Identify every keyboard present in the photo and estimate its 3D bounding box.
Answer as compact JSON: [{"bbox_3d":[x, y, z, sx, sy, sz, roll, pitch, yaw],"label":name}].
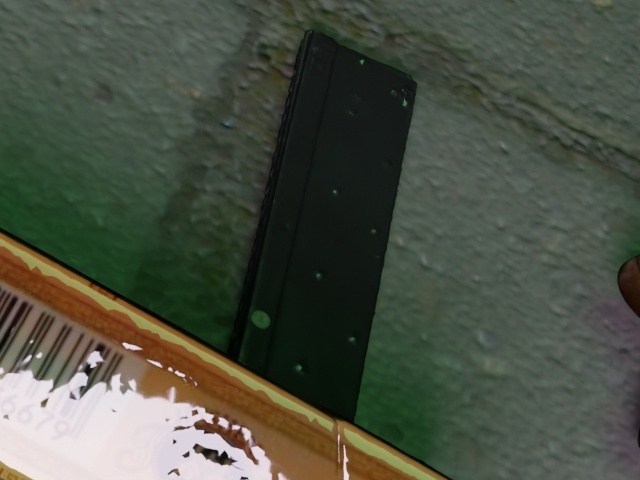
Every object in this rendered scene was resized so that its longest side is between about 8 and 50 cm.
[{"bbox_3d":[0.000,0.000,0.710,0.072,0.023,0.231,22,60,-19],"label":"keyboard"}]

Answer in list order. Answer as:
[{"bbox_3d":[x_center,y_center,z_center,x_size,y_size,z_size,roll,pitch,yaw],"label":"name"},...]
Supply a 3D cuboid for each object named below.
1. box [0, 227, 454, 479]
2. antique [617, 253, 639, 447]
[{"bbox_3d":[-0.067,0.069,0.549,0.274,0.174,0.076,29,86,-3],"label":"box"},{"bbox_3d":[0.286,0.077,0.730,0.257,0.121,0.143,2,72,-20],"label":"antique"}]
